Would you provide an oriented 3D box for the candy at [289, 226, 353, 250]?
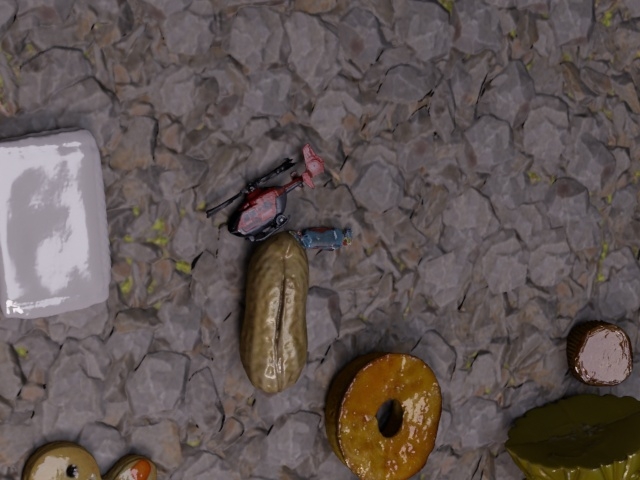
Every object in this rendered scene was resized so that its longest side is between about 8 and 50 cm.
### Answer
[{"bbox_3d":[0.000,0.001,1.761,0.083,0.020,0.030,1,97,-32],"label":"candy"}]

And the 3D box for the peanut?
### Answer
[{"bbox_3d":[-0.048,0.076,1.712,0.080,0.080,0.174,1,98,-31],"label":"peanut"}]

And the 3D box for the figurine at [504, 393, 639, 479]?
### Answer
[{"bbox_3d":[0.332,0.365,1.956,0.187,0.168,0.315,-27,120,-36],"label":"figurine"}]

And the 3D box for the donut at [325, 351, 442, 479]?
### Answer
[{"bbox_3d":[0.067,0.197,1.808,0.152,0.058,0.151,-5,99,-30],"label":"donut"}]

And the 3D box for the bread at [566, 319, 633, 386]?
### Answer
[{"bbox_3d":[0.339,0.138,1.962,0.085,0.053,0.085,-1,93,-10],"label":"bread"}]

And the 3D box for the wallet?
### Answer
[{"bbox_3d":[-0.270,-0.017,1.594,0.124,0.032,0.182,-12,105,-29],"label":"wallet"}]

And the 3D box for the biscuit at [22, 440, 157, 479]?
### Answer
[{"bbox_3d":[-0.218,0.296,1.673,0.153,0.030,0.234,-50,118,-17],"label":"biscuit"}]

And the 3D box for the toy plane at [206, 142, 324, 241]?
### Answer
[{"bbox_3d":[-0.053,-0.045,1.714,0.145,0.037,0.060,-36,103,-17],"label":"toy plane"}]
